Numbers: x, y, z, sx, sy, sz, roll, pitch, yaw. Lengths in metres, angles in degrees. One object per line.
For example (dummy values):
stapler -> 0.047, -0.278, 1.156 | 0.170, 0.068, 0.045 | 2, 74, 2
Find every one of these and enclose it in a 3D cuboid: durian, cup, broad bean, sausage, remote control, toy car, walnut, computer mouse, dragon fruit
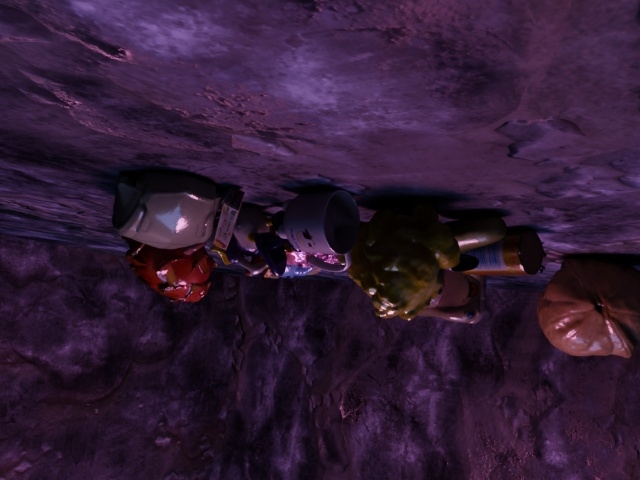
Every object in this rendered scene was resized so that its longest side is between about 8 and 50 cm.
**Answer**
durian -> 0.001, 0.001, 1.583 | 0.341, 0.112, 0.191 | -10, 156, 31
cup -> 0.000, -0.028, 1.196 | 0.142, 0.134, 0.173 | 0, 150, 37
broad bean -> 0.343, -0.011, 1.285 | 0.174, 0.082, 0.124 | -9, -178, 32
sausage -> 0.446, 0.036, 1.502 | 0.125, 0.117, 0.317 | 27, 164, -29
remote control -> 0.265, 0.033, 1.551 | 0.107, 0.044, 0.377 | -10, -167, -30
toy car -> 0.429, 0.176, 2.091 | 0.336, 0.242, 0.226 | 0, 168, 44
walnut -> 0.881, 0.215, 1.780 | 0.381, 0.381, 0.381 | 5, 172, 1
computer mouse -> -0.365, -0.051, 1.288 | 0.228, 0.146, 0.429 | 6, 173, -25
dragon fruit -> -0.472, 0.050, 1.751 | 0.315, 0.250, 0.250 | 47, 177, 8

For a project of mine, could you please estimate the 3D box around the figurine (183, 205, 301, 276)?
figurine -> -0.212, -0.003, 1.474 | 0.193, 0.154, 0.420 | 48, 149, -18

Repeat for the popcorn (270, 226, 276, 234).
popcorn -> -0.161, -0.024, 1.602 | 0.057, 0.083, 0.082 | -26, -159, 11

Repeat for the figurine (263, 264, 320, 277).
figurine -> -0.090, 0.057, 1.977 | 0.262, 0.154, 0.180 | -11, 167, -15

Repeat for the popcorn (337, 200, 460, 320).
popcorn -> 0.168, 0.028, 1.232 | 0.250, 0.241, 0.235 | 48, 174, 48

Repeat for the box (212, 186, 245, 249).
box -> -0.215, -0.047, 1.283 | 0.041, 0.050, 0.207 | 23, 149, -6
